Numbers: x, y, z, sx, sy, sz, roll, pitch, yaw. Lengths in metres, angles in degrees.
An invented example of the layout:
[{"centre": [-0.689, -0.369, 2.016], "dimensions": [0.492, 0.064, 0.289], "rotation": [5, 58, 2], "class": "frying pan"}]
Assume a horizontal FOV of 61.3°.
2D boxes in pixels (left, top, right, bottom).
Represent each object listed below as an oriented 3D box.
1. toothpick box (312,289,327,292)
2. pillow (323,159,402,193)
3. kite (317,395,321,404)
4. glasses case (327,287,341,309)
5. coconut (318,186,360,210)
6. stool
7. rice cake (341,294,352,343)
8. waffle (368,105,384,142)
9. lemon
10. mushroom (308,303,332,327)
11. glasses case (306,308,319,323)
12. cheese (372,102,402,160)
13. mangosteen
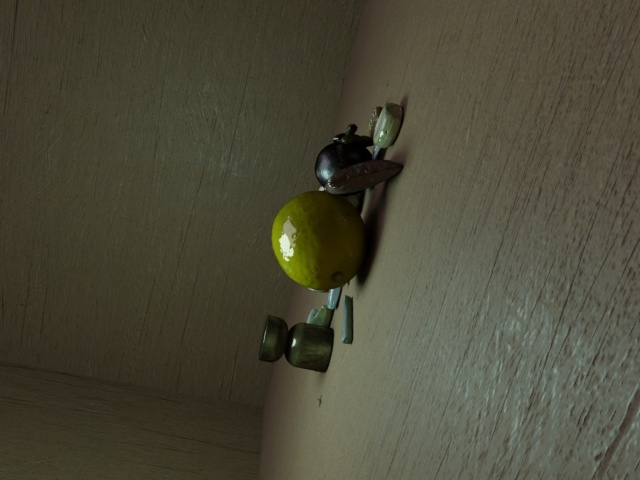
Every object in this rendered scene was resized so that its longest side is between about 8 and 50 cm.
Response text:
[{"centre": [0.002, 0.151, 2.444], "dimensions": [0.098, 0.098, 0.149], "rotation": [-126, 49, -80], "class": "toothpick box"}, {"centre": [0.124, -0.199, 1.691], "dimensions": [0.223, 0.236, 0.084], "rotation": [-110, 4, -84], "class": "pillow"}, {"centre": [-0.003, 0.612, 2.085], "dimensions": [0.078, 0.002, 0.044], "rotation": [-111, 34, -76], "class": "kite"}, {"centre": [0.060, 0.185, 2.148], "dimensions": [0.067, 0.045, 0.178], "rotation": [-164, 86, -83], "class": "glasses case"}, {"centre": [0.068, -0.151, 2.142], "dimensions": [0.194, 0.194, 0.194], "rotation": [-168, 90, -83], "class": "coconut"}, {"centre": [-0.096, 0.405, 2.115], "dimensions": [0.179, 0.264, 0.179], "rotation": [-167, 90, -83], "class": "stool"}, {"centre": [0.090, 0.265, 1.831], "dimensions": [0.207, 0.033, 0.033], "rotation": [-86, 13, -50], "class": "rice cake"}, {"centre": [0.214, -0.432, 2.017], "dimensions": [0.148, 0.042, 0.102], "rotation": [-87, 12, -56], "class": "waffle"}, {"centre": [0.000, 0.000, 1.834], "dimensions": [0.348, 0.348, 0.348], "rotation": [-168, 90, -83], "class": "lemon"}, {"centre": [-0.027, 0.397, 2.271], "dimensions": [0.087, 0.107, 0.333], "rotation": [-13, -54, -47], "class": "mushroom"}, {"centre": [-0.040, 0.401, 2.455], "dimensions": [0.233, 0.059, 0.092], "rotation": [-78, -1, -62], "class": "glasses case"}, {"centre": [0.212, -0.355, 1.820], "dimensions": [0.227, 0.064, 0.137], "rotation": [114, 170, -53], "class": "cheese"}, {"centre": [0.095, -0.293, 1.974], "dimensions": [0.228, 0.228, 0.265], "rotation": [-117, 36, -79], "class": "mangosteen"}]
